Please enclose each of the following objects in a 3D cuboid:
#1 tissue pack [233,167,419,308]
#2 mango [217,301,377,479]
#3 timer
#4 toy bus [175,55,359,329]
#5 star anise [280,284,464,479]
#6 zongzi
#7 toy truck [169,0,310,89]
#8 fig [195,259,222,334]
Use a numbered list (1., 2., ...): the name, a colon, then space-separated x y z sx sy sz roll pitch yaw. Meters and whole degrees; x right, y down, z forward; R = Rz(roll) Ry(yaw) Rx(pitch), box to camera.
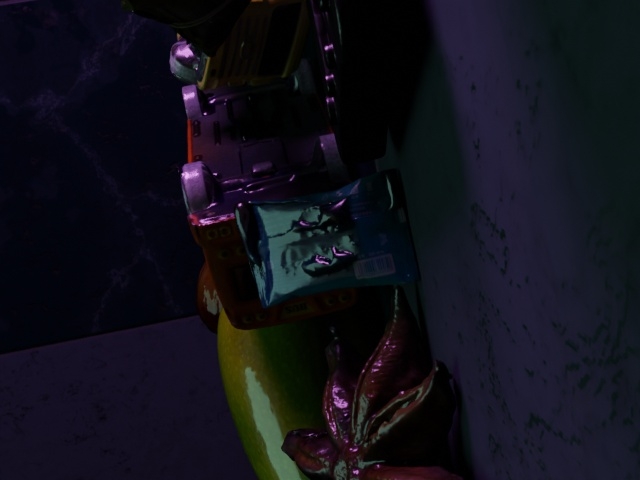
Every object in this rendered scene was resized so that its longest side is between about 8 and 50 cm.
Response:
1. tissue pack: 0.000 0.000 0.661 0.028 0.138 0.085 -12 -91 -57
2. mango: -0.009 0.151 0.865 0.192 0.156 0.343 68 -179 -46
3. timer: 0.019 -0.143 0.564 0.187 0.055 0.144 85 175 -73
4. toy bus: -0.050 -0.059 0.867 0.329 0.143 0.153 -107 5 -61
5. star anise: 0.056 0.172 0.652 0.272 0.103 0.272 -41 44 55
6. zongzi: -0.048 -0.218 0.683 0.084 0.187 0.184 62 -169 16
7. toy truck: -0.090 -0.272 0.886 0.124 0.157 0.272 109 146 -46
8. fig: -0.046 0.016 1.232 0.290 0.191 0.190 -60 -3 -12
